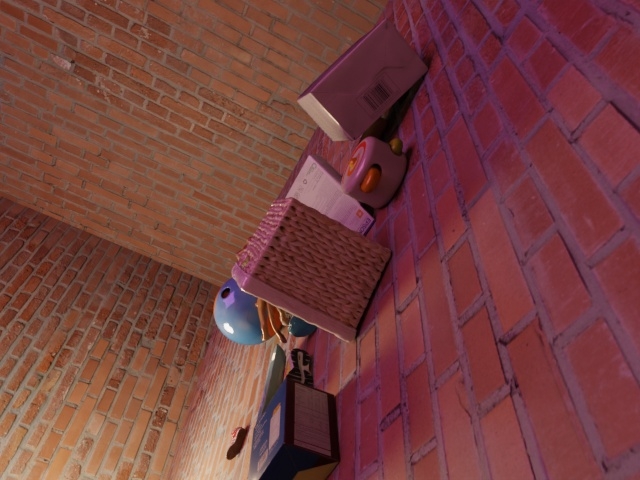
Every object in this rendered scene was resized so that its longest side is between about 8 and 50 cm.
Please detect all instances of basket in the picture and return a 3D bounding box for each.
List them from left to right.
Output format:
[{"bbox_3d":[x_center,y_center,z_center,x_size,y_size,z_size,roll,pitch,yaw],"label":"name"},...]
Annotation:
[{"bbox_3d":[-0.038,0.064,1.416,0.266,0.331,0.328,-64,14,-2],"label":"basket"}]

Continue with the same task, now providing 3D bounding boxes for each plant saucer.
[{"bbox_3d":[-0.157,0.484,1.621,0.317,0.043,0.318,-165,90,-86],"label":"plant saucer"}]

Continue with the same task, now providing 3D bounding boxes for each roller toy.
[{"bbox_3d":[0.151,-0.203,1.543,0.191,0.146,0.209,-40,29,62],"label":"roller toy"}]

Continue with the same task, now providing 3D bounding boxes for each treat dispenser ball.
[{"bbox_3d":[-0.282,0.273,2.069,0.288,0.288,0.288,-59,15,26],"label":"treat dispenser ball"}]

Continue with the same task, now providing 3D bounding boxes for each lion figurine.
[{"bbox_3d":[-0.177,0.152,1.746,0.392,0.142,0.240,-131,33,-59],"label":"lion figurine"}]

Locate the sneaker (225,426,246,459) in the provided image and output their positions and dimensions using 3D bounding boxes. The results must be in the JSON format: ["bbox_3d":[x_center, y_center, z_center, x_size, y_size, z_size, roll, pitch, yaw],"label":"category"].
[{"bbox_3d":[-0.314,0.741,1.895,0.118,0.042,0.067,-62,16,-19],"label":"sneaker"}]

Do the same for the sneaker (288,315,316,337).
[{"bbox_3d":[-0.028,0.210,1.661,0.229,0.087,0.092,-59,5,11],"label":"sneaker"}]

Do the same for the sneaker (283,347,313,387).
[{"bbox_3d":[-0.071,0.411,1.497,0.208,0.081,0.094,-80,11,-64],"label":"sneaker"}]

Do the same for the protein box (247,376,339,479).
[{"bbox_3d":[-0.066,0.475,1.209,0.200,0.136,0.201,-60,15,23],"label":"protein box"}]

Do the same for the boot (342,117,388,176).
[{"bbox_3d":[0.160,-0.315,1.836,0.269,0.089,0.236,-63,15,3],"label":"boot"}]

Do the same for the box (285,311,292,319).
[{"bbox_3d":[-0.114,0.178,1.954,0.184,0.045,0.191,-96,8,-61],"label":"box"}]

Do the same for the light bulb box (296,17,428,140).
[{"bbox_3d":[0.131,-0.552,1.848,0.358,0.225,0.361,-43,14,1],"label":"light bulb box"}]

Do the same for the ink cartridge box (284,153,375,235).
[{"bbox_3d":[0.008,-0.059,1.715,0.071,0.330,0.324,-13,-37,-51],"label":"ink cartridge box"}]
